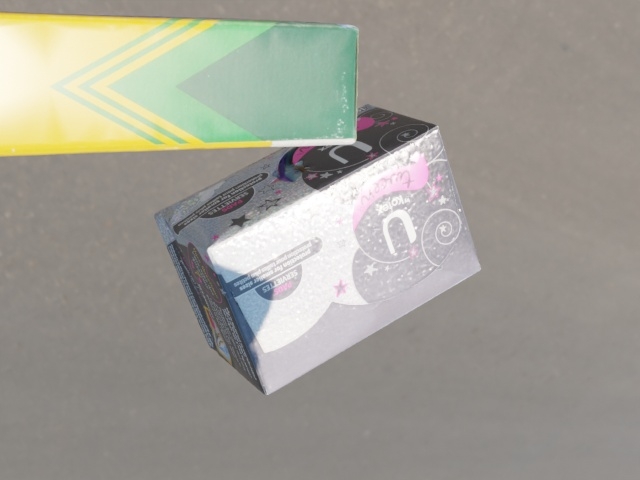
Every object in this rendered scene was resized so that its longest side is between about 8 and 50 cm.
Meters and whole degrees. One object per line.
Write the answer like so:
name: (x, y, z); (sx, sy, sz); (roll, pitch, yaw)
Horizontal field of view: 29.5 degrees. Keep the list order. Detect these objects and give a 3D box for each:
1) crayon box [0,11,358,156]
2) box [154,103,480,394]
crayon box: (-0.163, -0.104, 0.777); (0.323, 0.203, 0.083); (-6, 103, -35)
box: (0.000, 0.000, 1.138); (0.247, 0.142, 0.163); (-29, 116, -19)
